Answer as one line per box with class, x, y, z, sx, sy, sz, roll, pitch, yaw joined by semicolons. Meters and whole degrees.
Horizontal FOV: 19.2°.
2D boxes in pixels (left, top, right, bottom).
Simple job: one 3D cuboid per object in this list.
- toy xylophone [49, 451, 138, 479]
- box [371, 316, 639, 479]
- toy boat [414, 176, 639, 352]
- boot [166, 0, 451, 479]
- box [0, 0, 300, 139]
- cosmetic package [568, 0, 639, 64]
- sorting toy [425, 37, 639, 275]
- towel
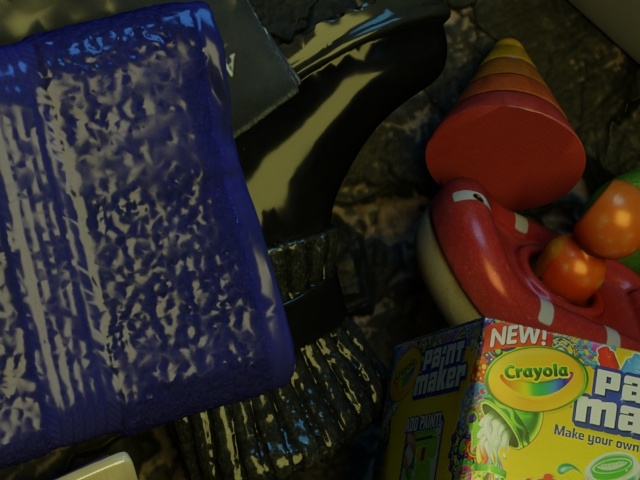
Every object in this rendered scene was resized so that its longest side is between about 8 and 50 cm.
toy xylophone;-0.141;0.317;1.259;0.236;0.081;0.323;-32;69;-17
box;0.188;0.223;1.267;0.290;0.177;0.279;12;77;-15
toy boat;0.188;0.016;1.405;0.231;0.151;0.151;24;119;-21
boot;-0.002;0.001;1.357;0.348;0.131;0.260;-34;93;-9
box;-0.355;-0.153;1.109;0.480;0.297;0.472;-38;108;-19
cosmetic package;0.351;-0.218;1.501;0.385;0.156;0.217;38;76;-17
sorting toy;0.248;-0.061;1.499;0.365;0.127;0.126;23;49;-22
towel;-0.178;0.009;1.019;0.308;0.076;0.228;-15;95;-25
